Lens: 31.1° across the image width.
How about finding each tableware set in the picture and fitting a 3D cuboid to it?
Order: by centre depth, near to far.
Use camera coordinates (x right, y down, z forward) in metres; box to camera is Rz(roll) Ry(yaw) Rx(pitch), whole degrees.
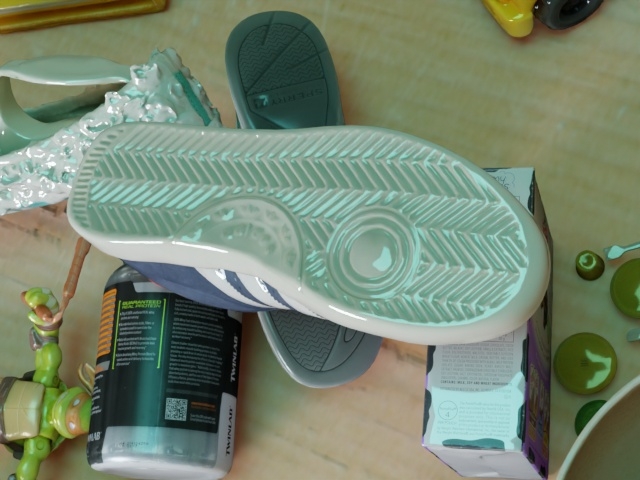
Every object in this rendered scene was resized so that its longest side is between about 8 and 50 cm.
[{"bbox_3d":[0.227,0.077,0.877,0.104,0.024,0.154,-15,69,17],"label":"tableware set"}]

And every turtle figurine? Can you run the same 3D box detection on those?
[{"bbox_3d":[-0.266,0.133,0.987,0.217,0.087,0.269,-2,80,26],"label":"turtle figurine"}]

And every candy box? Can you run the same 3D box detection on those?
[{"bbox_3d":[0.126,0.065,0.834,0.070,0.165,0.196,0,72,17],"label":"candy box"}]

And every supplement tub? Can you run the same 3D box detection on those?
[{"bbox_3d":[-0.123,0.094,0.935,0.117,0.117,0.190,-2,72,18],"label":"supplement tub"}]

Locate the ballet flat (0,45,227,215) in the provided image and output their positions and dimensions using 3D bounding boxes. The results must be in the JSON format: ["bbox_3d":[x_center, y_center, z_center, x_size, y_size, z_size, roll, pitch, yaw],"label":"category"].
[{"bbox_3d":[-0.275,-0.094,1.020,0.409,0.147,0.147,-8,70,20],"label":"ballet flat"}]

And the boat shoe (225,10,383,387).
[{"bbox_3d":[-0.016,-0.031,0.962,0.118,0.103,0.320,-12,73,-6],"label":"boat shoe"}]

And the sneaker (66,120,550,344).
[{"bbox_3d":[0.000,0.000,0.795,0.350,0.148,0.131,15,76,29],"label":"sneaker"}]

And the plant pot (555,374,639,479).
[{"bbox_3d":[0.290,0.214,0.716,0.284,0.191,0.284,-6,71,17],"label":"plant pot"}]

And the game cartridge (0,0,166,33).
[{"bbox_3d":[-0.279,-0.369,1.185,0.285,0.052,0.323,-4,69,17],"label":"game cartridge"}]

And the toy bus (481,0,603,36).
[{"bbox_3d":[0.202,-0.294,0.907,0.220,0.211,0.149,-32,67,8],"label":"toy bus"}]
